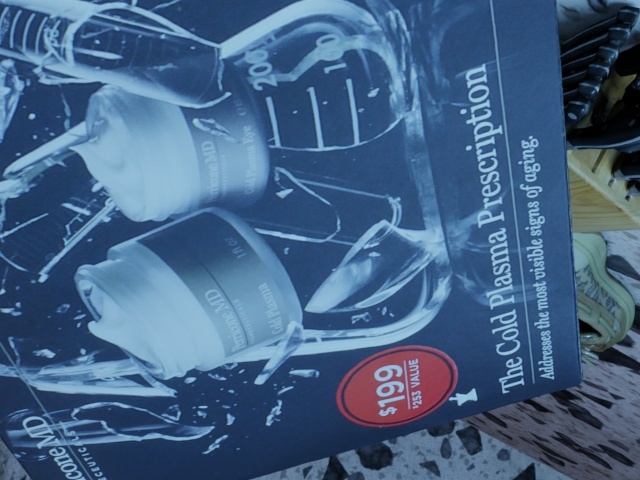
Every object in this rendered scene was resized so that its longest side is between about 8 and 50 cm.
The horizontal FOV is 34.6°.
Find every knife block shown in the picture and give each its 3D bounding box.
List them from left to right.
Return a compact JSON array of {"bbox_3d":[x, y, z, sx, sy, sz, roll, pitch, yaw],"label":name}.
[{"bbox_3d":[0.200,-0.057,0.720,0.242,0.088,0.275,25,166,26],"label":"knife block"}]

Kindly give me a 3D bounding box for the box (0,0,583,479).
[{"bbox_3d":[-0.048,-0.045,0.535,0.179,0.313,0.343,-104,-3,-47],"label":"box"}]

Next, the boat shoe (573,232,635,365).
[{"bbox_3d":[0.251,0.060,1.059,0.105,0.089,0.285,21,165,35],"label":"boat shoe"}]
